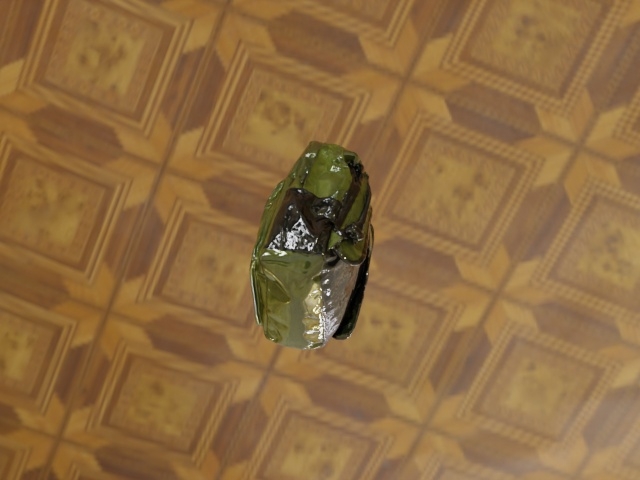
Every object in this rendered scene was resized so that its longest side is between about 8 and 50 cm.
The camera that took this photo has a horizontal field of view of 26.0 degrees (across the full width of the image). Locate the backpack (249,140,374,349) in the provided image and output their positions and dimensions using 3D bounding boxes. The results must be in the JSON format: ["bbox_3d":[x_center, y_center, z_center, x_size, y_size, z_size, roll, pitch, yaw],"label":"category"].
[{"bbox_3d":[0.000,0.000,1.747,0.140,0.253,0.207,12,142,9],"label":"backpack"}]
